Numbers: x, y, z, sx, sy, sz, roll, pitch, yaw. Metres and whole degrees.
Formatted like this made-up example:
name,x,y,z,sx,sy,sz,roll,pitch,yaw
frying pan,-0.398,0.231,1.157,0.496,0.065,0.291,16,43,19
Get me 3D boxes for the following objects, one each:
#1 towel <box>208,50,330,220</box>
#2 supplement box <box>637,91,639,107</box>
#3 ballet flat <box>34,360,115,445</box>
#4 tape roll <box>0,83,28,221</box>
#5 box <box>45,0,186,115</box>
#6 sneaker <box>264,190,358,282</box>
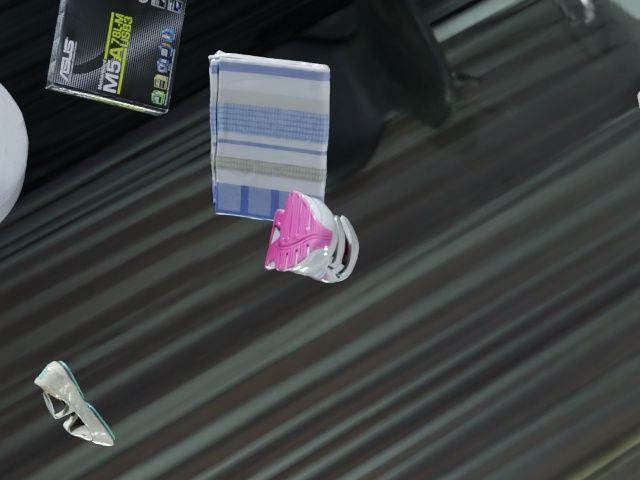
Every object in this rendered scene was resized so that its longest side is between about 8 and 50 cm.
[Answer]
name,x,y,z,sx,sy,sz,roll,pitch,yaw
towel,-0.086,-0.168,1.741,0.034,0.209,0.285,-54,-31,-63
supplement box,0.610,-0.273,1.831,0.098,0.062,0.036,106,169,-54
ballet flat,-0.346,0.238,1.446,0.057,0.052,0.168,17,140,47
tape roll,-0.452,-0.103,1.198,0.219,0.219,0.072,59,156,6
box,-0.308,-0.302,1.572,0.045,0.184,0.191,0,79,59
sneaker,0.000,0.000,1.326,0.252,0.111,0.103,177,104,-82
